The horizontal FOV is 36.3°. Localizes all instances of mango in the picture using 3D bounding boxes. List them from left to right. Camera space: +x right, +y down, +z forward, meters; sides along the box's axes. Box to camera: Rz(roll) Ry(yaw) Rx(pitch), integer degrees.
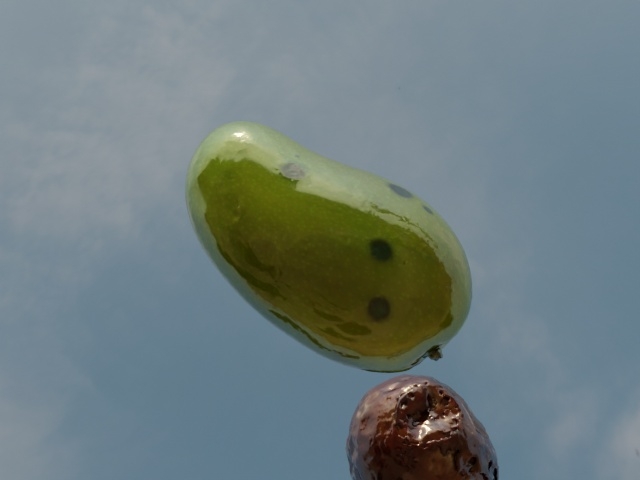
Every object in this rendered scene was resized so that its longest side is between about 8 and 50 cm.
[{"bbox_3d":[0.000,0.000,0.862,0.293,0.143,0.175,37,-123,14],"label":"mango"}]

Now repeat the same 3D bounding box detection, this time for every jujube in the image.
[{"bbox_3d":[0.115,0.266,1.152,0.183,0.183,0.243,-1,-41,5],"label":"jujube"}]
